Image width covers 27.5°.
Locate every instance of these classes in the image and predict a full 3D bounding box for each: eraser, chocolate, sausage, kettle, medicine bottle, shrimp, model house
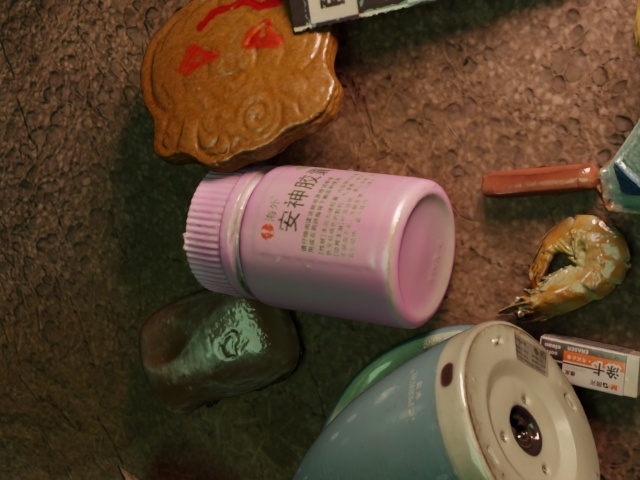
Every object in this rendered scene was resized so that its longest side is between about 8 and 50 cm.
[{"bbox_3d":[0.310,0.143,1.501,0.122,0.029,0.052,10,104,29],"label":"eraser"},{"bbox_3d":[-0.150,0.143,1.751,0.261,0.083,0.161,-26,83,33],"label":"chocolate"},{"bbox_3d":[0.252,-0.067,1.497,0.147,0.035,0.030,-5,76,33],"label":"sausage"},{"bbox_3d":[0.114,0.240,1.514,0.342,0.319,0.247,-30,124,36],"label":"kettle"},{"bbox_3d":[0.000,0.000,1.577,0.290,0.178,0.178,8,103,31],"label":"medicine bottle"},{"bbox_3d":[0.272,0.038,1.498,0.180,0.041,0.099,-36,79,32],"label":"shrimp"},{"bbox_3d":[0.354,-0.065,1.382,0.119,0.148,0.149,45,131,11],"label":"model house"}]

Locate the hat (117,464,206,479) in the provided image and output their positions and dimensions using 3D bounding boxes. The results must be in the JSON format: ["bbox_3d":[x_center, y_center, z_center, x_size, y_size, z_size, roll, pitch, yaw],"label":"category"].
[{"bbox_3d":[-0.170,0.386,1.783,0.110,0.252,0.252,-31,80,-11],"label":"hat"}]

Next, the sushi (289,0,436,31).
[{"bbox_3d":[0.091,-0.437,1.464,0.359,0.064,0.343,-8,90,24],"label":"sushi"}]

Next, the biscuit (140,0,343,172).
[{"bbox_3d":[-0.104,-0.209,1.612,0.273,0.049,0.257,-17,62,24],"label":"biscuit"}]

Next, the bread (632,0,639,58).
[{"bbox_3d":[0.428,-0.242,1.301,0.244,0.134,0.245,5,99,33],"label":"bread"}]
